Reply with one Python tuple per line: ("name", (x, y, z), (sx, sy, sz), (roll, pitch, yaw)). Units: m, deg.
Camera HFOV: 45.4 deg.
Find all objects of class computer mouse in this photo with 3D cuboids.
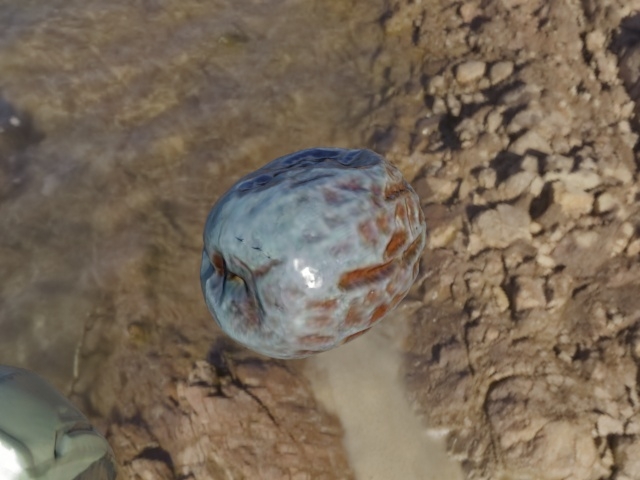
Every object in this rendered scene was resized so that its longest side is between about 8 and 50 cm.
("computer mouse", (-0.309, 0.225, 0.760), (0.228, 0.429, 0.145), (25, 54, 3))

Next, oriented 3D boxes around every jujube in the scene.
("jujube", (-0.001, 0.008, 0.920), (0.246, 0.215, 0.308), (8, 24, 39))
